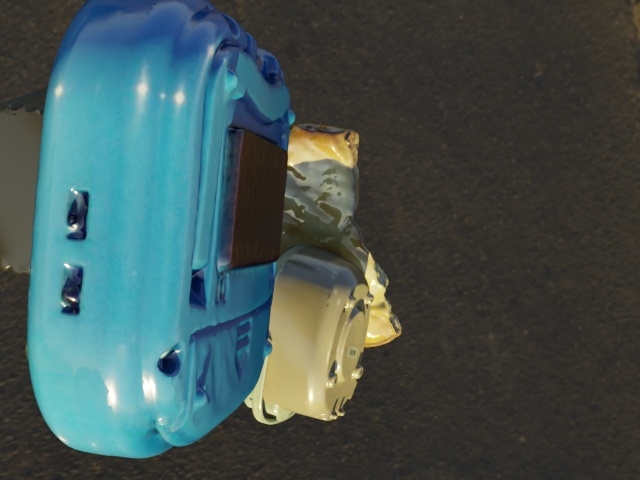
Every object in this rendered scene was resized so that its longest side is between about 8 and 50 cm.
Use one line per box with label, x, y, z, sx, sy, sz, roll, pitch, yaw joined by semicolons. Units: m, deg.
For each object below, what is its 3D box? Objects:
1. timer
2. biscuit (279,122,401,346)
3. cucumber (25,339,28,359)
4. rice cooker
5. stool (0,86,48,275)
timer;-0.099;-0.013;0.676;0.115;0.340;0.309;5;92;8
biscuit;-0.004;0.002;1.101;0.045;0.154;0.299;-89;166;-70
cucumber;-0.329;0.118;1.096;0.048;0.105;0.048;20;40;-18
rice cooker;-0.016;0.109;1.035;0.145;0.127;0.206;2;97;-65
stool;-0.483;-0.131;1.640;0.297;0.297;0.330;46;14;-15
